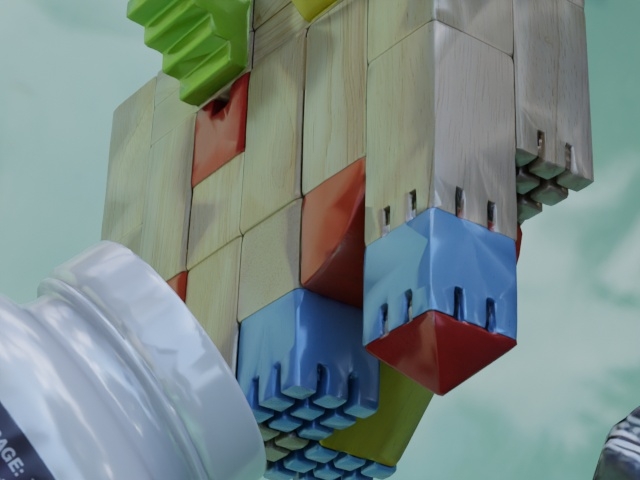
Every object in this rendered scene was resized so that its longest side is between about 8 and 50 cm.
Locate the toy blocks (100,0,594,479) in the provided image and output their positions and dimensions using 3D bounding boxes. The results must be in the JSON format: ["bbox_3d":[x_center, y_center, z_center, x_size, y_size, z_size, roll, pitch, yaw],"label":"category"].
[{"bbox_3d":[0.000,0.000,0.925,0.191,0.381,0.260,21,56,-31],"label":"toy blocks"}]

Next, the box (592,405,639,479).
[{"bbox_3d":[0.310,0.326,0.683,0.472,0.479,0.297,20,17,25],"label":"box"}]

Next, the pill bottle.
[{"bbox_3d":[-0.185,0.137,0.748,0.323,0.181,0.181,-34,52,-20],"label":"pill bottle"}]
